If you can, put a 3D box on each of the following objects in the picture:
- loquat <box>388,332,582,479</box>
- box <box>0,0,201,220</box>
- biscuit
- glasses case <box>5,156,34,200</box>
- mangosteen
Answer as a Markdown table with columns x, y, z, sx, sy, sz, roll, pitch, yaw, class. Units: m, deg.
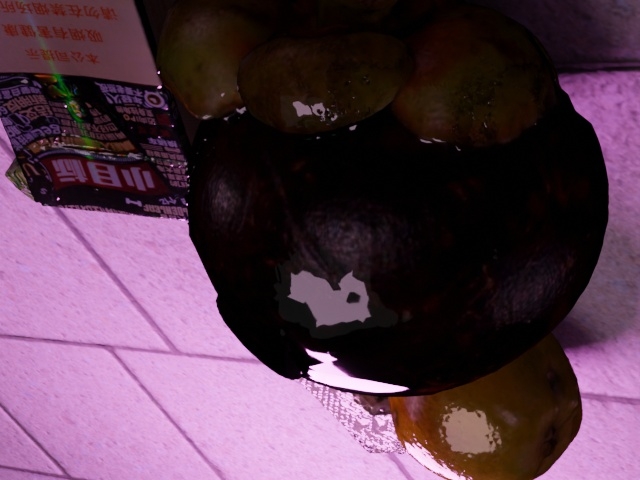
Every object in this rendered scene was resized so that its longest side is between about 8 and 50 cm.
| x | y | z | sx | sy | sz | roll | pitch | yaw | class |
| --- | --- | --- | --- | --- | --- | --- | --- | --- | --- |
| 0.162 | 0.163 | 2.145 | 0.246 | 0.213 | 0.213 | 28 | 153 | 26 | loquat |
| -0.215 | -0.154 | 1.858 | 0.198 | 0.084 | 0.310 | 6 | 141 | 19 | box |
| 0.047 | 0.183 | 2.427 | 0.147 | 0.046 | 0.250 | -6 | 135 | 47 | biscuit |
| -0.239 | -0.104 | 2.182 | 0.272 | 0.095 | 0.062 | -6 | 137 | 48 | glasses case |
| 0.042 | -0.054 | 1.708 | 0.381 | 0.381 | 0.421 | 1 | 147 | 41 | mangosteen |
